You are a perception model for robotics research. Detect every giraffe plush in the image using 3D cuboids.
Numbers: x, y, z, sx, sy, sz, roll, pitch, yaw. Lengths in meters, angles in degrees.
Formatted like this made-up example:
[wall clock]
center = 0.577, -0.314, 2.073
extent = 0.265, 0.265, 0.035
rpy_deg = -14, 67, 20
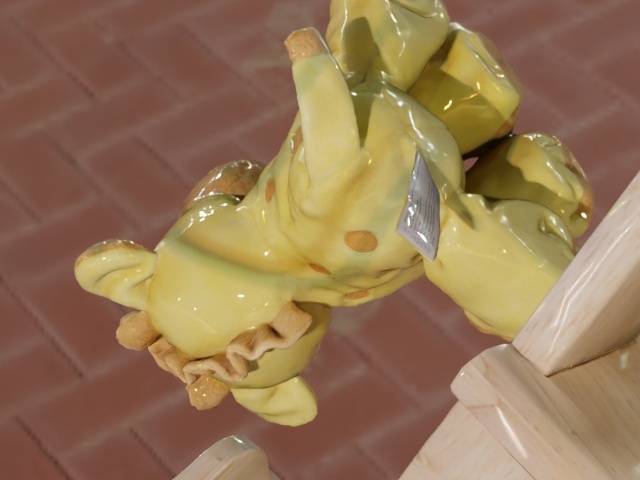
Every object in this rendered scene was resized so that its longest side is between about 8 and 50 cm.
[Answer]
[giraffe plush]
center = 0.000, 0.000, 0.801
extent = 0.170, 0.181, 0.210
rpy_deg = -35, 3, 28

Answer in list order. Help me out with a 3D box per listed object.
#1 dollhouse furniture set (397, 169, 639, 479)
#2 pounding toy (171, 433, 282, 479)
[dollhouse furniture set]
center = 0.244, 0.106, 0.447
extent = 0.355, 0.174, 0.303
rpy_deg = 46, 31, 22
[pounding toy]
center = -0.066, 0.230, 0.847
extent = 0.269, 0.154, 0.155
rpy_deg = -36, 60, -28
